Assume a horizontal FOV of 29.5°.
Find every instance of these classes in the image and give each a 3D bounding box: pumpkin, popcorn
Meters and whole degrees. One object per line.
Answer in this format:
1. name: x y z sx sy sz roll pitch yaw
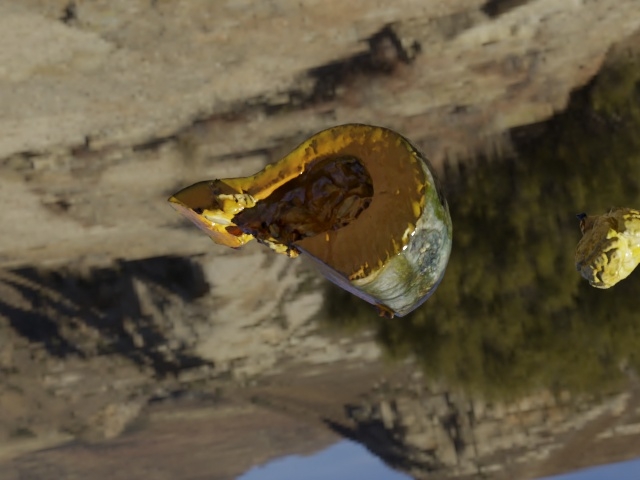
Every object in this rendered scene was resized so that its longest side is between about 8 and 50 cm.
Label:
1. pumpkin: 0.000 0.001 1.281 0.280 0.190 0.139 -21 155 12
2. popcorn: 0.269 -0.002 1.147 0.084 0.084 0.084 -9 175 -1
